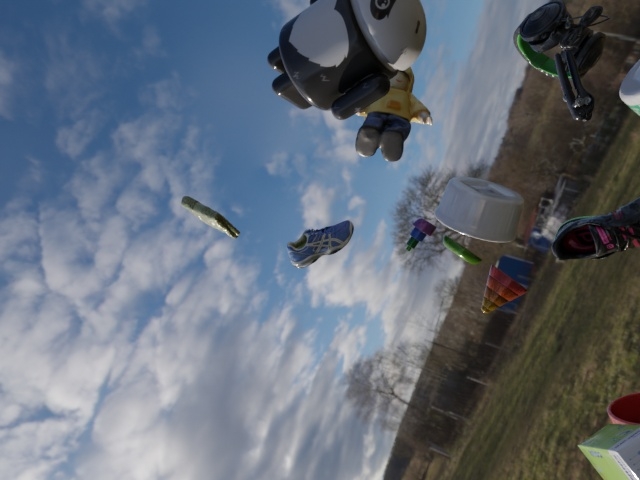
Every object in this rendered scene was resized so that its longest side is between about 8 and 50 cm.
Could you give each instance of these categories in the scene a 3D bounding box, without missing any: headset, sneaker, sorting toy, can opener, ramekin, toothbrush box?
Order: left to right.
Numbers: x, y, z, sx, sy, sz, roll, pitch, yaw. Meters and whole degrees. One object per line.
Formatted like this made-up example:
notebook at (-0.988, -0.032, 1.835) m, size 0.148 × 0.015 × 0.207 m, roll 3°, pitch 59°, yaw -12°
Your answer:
sneaker at (0.000, 0.000, 1.374) m, size 0.211 × 0.080 × 0.081 m, roll -32°, pitch -53°, yaw -2°
sorting toy at (0.397, 0.080, 1.369) m, size 0.126 × 0.366 × 0.127 m, roll -57°, pitch -14°, yaw 10°
ramekin at (0.533, -0.113, 1.595) m, size 0.277 × 0.277 × 0.135 m, roll -36°, pitch -38°, yaw -61°
headset at (0.675, -0.552, 1.364) m, size 0.185 × 0.243 × 0.394 m, roll -52°, pitch -1°, yaw 4°
can opener at (0.611, -0.375, 1.164) m, size 0.073 × 0.059 × 0.186 m, roll 34°, pitch -142°, yaw -80°
sneaker at (0.964, -0.027, 1.519) m, size 0.202 × 0.185 × 0.483 m, roll -30°, pitch -3°, yaw -36°
toothbrush box at (0.826, 0.597, 1.233) m, size 0.122 × 0.206 × 0.283 m, roll -33°, pitch -22°, yaw -2°

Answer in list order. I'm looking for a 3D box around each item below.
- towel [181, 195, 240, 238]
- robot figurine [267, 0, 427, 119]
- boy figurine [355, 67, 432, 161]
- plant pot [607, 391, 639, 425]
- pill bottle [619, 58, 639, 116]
towel at (-0.246, -0.049, 1.083) m, size 0.027 × 0.110 × 0.148 m, roll -60°, pitch -16°, yaw -11°
robot figurine at (0.040, -0.332, 0.814) m, size 0.209 × 0.278 × 0.173 m, roll 59°, pitch -147°, yaw -16°
boy figurine at (0.163, -0.291, 1.059) m, size 0.092 × 0.177 × 0.285 m, roll 92°, pitch -165°, yaw -50°
plant pot at (1.088, 0.640, 1.508) m, size 0.275 × 0.275 × 0.243 m, roll -10°, pitch -94°, yaw -70°
pill bottle at (0.818, -0.255, 0.962) m, size 0.204 × 0.361 × 0.204 m, roll -52°, pitch 5°, yaw 7°
